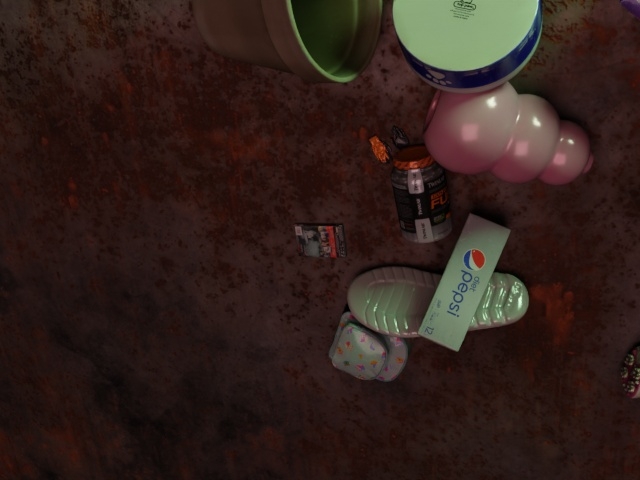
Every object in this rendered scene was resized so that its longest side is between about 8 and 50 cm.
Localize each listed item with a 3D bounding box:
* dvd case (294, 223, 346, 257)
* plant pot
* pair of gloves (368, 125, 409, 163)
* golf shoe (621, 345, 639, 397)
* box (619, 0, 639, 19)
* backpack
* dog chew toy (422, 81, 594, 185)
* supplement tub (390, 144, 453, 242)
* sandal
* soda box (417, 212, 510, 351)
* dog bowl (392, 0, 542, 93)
[{"bbox_3d":[0.000,0.000,1.951,0.119,0.013,0.087,0,119,16],"label":"dvd case"},{"bbox_3d":[-0.079,-0.455,1.569,0.280,0.323,0.323,3,121,35],"label":"plant pot"},{"bbox_3d":[0.152,-0.206,1.786,0.083,0.010,0.074,-22,110,26],"label":"pair of gloves"},{"bbox_3d":[0.778,0.233,1.795,0.140,0.115,0.306,14,129,-3],"label":"golf shoe"},{"bbox_3d":[0.645,-0.368,1.424,0.293,0.201,0.057,37,124,-6],"label":"box"},{"bbox_3d":[0.126,0.251,1.980,0.188,0.144,0.166,20,118,3],"label":"backpack"},{"bbox_3d":[0.374,-0.204,1.613,0.331,0.207,0.207,19,123,-3],"label":"dog chew toy"},{"bbox_3d":[0.216,-0.100,1.763,0.117,0.117,0.190,-4,118,20],"label":"supplement tub"},{"bbox_3d":[0.266,0.156,1.897,0.416,0.169,0.102,2,156,17],"label":"sandal"},{"bbox_3d":[0.308,0.091,1.774,0.098,0.091,0.286,23,89,9],"label":"soda box"},{"bbox_3d":[0.266,-0.408,1.493,0.264,0.104,0.265,-3,78,15],"label":"dog bowl"}]
